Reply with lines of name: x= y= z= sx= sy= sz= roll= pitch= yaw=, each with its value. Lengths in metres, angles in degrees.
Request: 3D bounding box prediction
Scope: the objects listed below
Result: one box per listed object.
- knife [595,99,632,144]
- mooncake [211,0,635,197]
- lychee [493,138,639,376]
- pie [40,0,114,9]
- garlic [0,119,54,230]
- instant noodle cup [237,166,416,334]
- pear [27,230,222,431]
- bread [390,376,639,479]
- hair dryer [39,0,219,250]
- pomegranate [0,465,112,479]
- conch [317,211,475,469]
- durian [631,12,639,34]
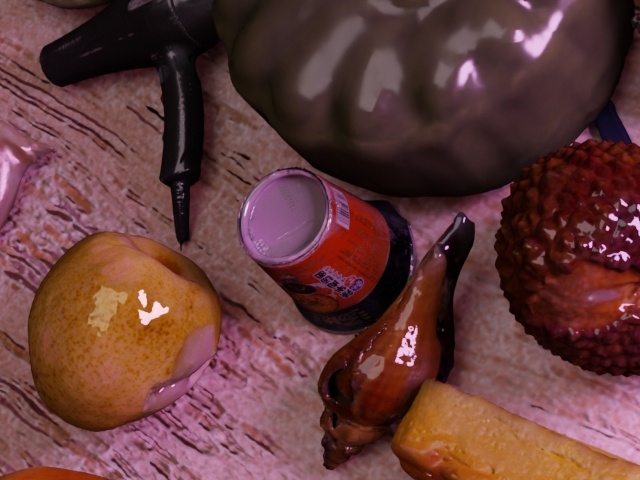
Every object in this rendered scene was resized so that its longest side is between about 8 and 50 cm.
knife: x=0.251 y=-0.078 z=1.384 sx=0.031 sy=0.018 sz=0.121 roll=-33 pitch=58 yaw=20
mooncake: x=0.085 y=-0.215 z=1.415 sx=0.356 sy=0.194 sz=0.356 roll=-12 pitch=63 yaw=25
lychee: x=0.223 y=0.008 z=1.279 sx=0.188 sy=0.188 sz=0.188 roll=-10 pitch=66 yaw=23
pie: x=-0.218 y=-0.355 z=1.686 sx=0.277 sy=0.078 sz=0.277 roll=-15 pitch=58 yaw=25
garlic: x=-0.393 y=-0.005 z=1.643 sx=0.148 sy=0.128 sz=0.266 roll=19 pitch=90 yaw=43
instant noodle cup: x=-0.001 y=0.002 z=1.407 sx=0.127 sy=0.136 sz=0.127 roll=-10 pitch=67 yaw=24
pear: x=-0.173 y=0.082 z=1.446 sx=0.178 sy=0.178 sz=0.178 roll=-10 pitch=66 yaw=23
bread: x=0.167 y=0.184 z=1.272 sx=0.245 sy=0.102 sz=0.094 roll=21 pitch=78 yaw=30
hair dryer: x=-0.165 y=-0.119 z=1.577 sx=0.235 sy=0.091 sz=0.271 roll=-19 pitch=66 yaw=29
pomegranate: x=-0.213 y=0.308 z=1.320 sx=0.264 sy=0.264 sz=0.264 roll=-10 pitch=66 yaw=23
conch: x=0.068 y=0.093 z=1.365 sx=0.233 sy=0.086 sz=0.080 roll=-45 pitch=58 yaw=6
durian: x=0.334 y=-0.193 z=1.309 sx=0.167 sy=0.196 sz=0.196 roll=17 pitch=78 yaw=19
